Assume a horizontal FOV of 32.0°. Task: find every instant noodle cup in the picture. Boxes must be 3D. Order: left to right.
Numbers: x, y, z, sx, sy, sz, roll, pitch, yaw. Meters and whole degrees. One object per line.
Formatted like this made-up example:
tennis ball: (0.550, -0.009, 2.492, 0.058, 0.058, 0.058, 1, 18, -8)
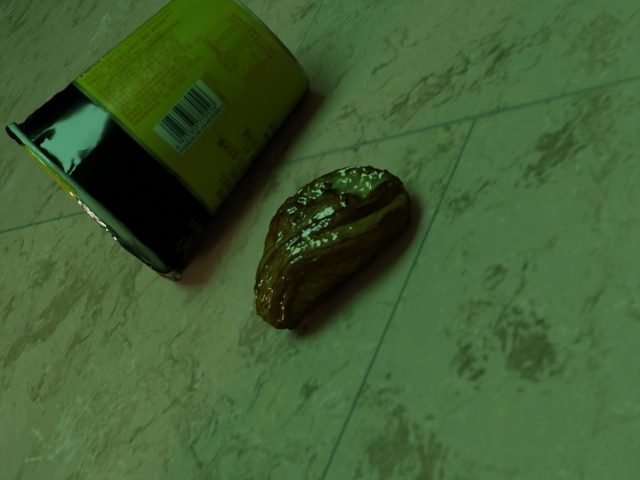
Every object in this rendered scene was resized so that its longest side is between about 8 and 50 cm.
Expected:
instant noodle cup: (-0.140, -0.112, 1.051, 0.236, 0.215, 0.215, -47, 27, -4)

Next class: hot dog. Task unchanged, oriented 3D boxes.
hot dog: (0.002, 0.002, 0.825, 0.147, 0.065, 0.099, -43, 19, 24)
